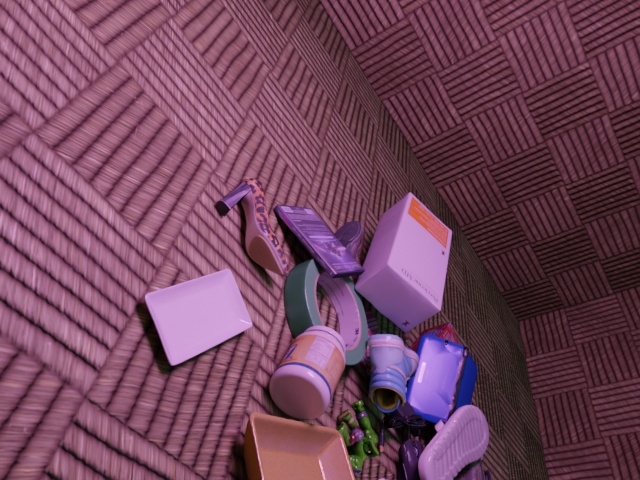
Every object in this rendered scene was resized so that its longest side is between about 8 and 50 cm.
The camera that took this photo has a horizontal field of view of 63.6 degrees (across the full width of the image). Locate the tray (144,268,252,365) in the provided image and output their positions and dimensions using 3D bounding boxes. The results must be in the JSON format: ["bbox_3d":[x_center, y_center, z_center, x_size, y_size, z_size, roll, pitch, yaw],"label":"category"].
[{"bbox_3d":[-0.250,0.152,1.072,0.270,0.030,0.145,-17,85,-63],"label":"tray"}]

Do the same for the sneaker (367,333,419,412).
[{"bbox_3d":[0.218,0.422,1.555,0.319,0.127,0.208,45,42,-52],"label":"sneaker"}]

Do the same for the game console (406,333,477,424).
[{"bbox_3d":[0.428,0.519,1.817,0.173,0.250,0.293,93,17,-60],"label":"game console"}]

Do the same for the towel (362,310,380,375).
[{"bbox_3d":[0.160,0.329,1.674,0.144,0.029,0.197,4,69,-60],"label":"towel"}]

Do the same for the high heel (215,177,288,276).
[{"bbox_3d":[-0.137,-0.042,1.350,0.261,0.093,0.186,52,36,-9],"label":"high heel"}]

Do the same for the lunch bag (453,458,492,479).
[{"bbox_3d":[0.485,0.842,1.706,0.287,0.168,0.235,61,23,-26],"label":"lunch bag"}]

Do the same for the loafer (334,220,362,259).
[{"bbox_3d":[0.082,0.039,1.713,0.268,0.096,0.084,-63,145,-48],"label":"loafer"}]

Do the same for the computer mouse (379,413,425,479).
[{"bbox_3d":[0.249,0.639,1.507,0.184,0.060,0.262,19,65,-30],"label":"computer mouse"}]

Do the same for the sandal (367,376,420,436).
[{"bbox_3d":[0.226,0.521,1.625,0.254,0.054,0.097,48,24,-14],"label":"sandal"}]

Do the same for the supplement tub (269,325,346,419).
[{"bbox_3d":[-0.023,0.308,1.231,0.144,0.144,0.200,60,27,-13],"label":"supplement tub"}]

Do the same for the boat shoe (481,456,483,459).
[{"bbox_3d":[0.486,0.653,1.894,0.113,0.127,0.340,13,56,-56],"label":"boat shoe"}]

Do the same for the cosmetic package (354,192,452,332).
[{"bbox_3d":[0.292,0.057,1.728,0.230,0.161,0.453,41,37,-11],"label":"cosmetic package"}]

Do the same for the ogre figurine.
[{"bbox_3d":[0.084,0.512,1.320,0.118,0.096,0.197,54,16,0],"label":"ogre figurine"}]

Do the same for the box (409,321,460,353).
[{"bbox_3d":[0.451,0.425,2.010,0.257,0.122,0.128,-20,87,-63],"label":"box"}]

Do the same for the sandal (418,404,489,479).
[{"bbox_3d":[0.399,0.623,1.598,0.416,0.102,0.170,-6,83,-50],"label":"sandal"}]

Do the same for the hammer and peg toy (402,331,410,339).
[{"bbox_3d":[0.316,0.187,1.950,0.361,0.127,0.266,50,31,-28],"label":"hammer and peg toy"}]

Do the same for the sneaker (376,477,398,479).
[{"bbox_3d":[0.169,0.683,1.306,0.262,0.121,0.099,-22,89,-62],"label":"sneaker"}]

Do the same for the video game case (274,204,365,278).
[{"bbox_3d":[0.000,0.000,1.528,0.274,0.026,0.196,50,22,20],"label":"video game case"}]

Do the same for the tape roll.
[{"bbox_3d":[0.023,0.204,1.470,0.321,0.077,0.321,40,38,-40],"label":"tape roll"}]

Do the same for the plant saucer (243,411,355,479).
[{"bbox_3d":[-0.030,0.543,1.052,0.332,0.081,0.333,33,29,-46],"label":"plant saucer"}]
